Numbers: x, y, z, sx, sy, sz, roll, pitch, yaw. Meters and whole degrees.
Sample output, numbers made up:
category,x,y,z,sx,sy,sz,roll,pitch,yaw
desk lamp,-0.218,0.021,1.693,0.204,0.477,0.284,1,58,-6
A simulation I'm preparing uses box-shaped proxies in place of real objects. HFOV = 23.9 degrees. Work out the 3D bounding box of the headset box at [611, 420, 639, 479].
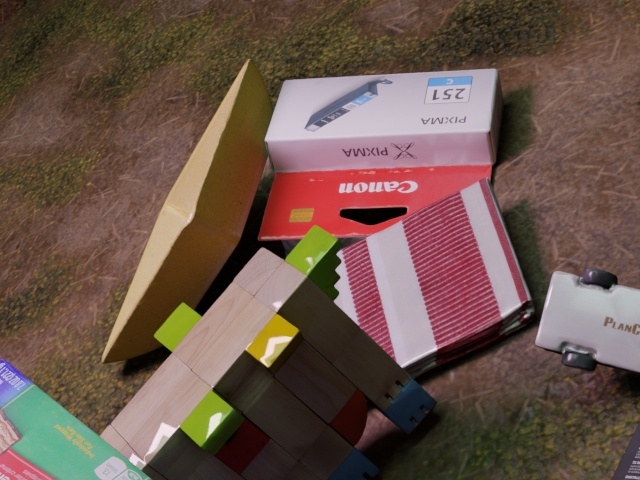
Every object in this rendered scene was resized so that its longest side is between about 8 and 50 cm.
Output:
category,x,y,z,sx,sy,sz,roll,pitch,yaw
headset box,0.345,0.245,1.241,0.218,0.110,0.293,1,47,46

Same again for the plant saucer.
category,x,y,z,sx,sy,sz,roll,pitch,yaw
plant saucer,-0.161,-0.024,2.019,0.333,0.081,0.332,-54,13,43

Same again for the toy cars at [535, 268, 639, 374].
category,x,y,z,sx,sy,sz,roll,pitch,yaw
toy cars,0.404,0.045,1.466,0.394,0.087,0.176,-29,68,16

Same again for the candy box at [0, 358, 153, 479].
category,x,y,z,sx,sy,sz,roll,pitch,yaw
candy box,-0.312,0.295,1.340,0.268,0.122,0.317,32,60,32

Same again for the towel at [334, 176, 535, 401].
category,x,y,z,sx,sy,sz,roll,pitch,yaw
towel,0.080,0.077,1.768,0.329,0.037,0.237,-28,40,13

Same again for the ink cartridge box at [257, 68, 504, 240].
category,x,y,z,sx,sy,sz,roll,pitch,yaw
ink cartridge box,0.076,-0.114,1.935,0.296,0.066,0.261,-2,41,14

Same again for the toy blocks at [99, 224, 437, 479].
category,x,y,z,sx,sy,sz,roll,pitch,yaw
toy blocks,-0.053,0.203,1.572,0.381,0.261,0.191,-49,35,-7

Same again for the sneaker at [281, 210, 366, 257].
category,x,y,z,sx,sy,sz,roll,pitch,yaw
sneaker,0.000,0.000,1.933,0.191,0.083,0.071,12,54,50
